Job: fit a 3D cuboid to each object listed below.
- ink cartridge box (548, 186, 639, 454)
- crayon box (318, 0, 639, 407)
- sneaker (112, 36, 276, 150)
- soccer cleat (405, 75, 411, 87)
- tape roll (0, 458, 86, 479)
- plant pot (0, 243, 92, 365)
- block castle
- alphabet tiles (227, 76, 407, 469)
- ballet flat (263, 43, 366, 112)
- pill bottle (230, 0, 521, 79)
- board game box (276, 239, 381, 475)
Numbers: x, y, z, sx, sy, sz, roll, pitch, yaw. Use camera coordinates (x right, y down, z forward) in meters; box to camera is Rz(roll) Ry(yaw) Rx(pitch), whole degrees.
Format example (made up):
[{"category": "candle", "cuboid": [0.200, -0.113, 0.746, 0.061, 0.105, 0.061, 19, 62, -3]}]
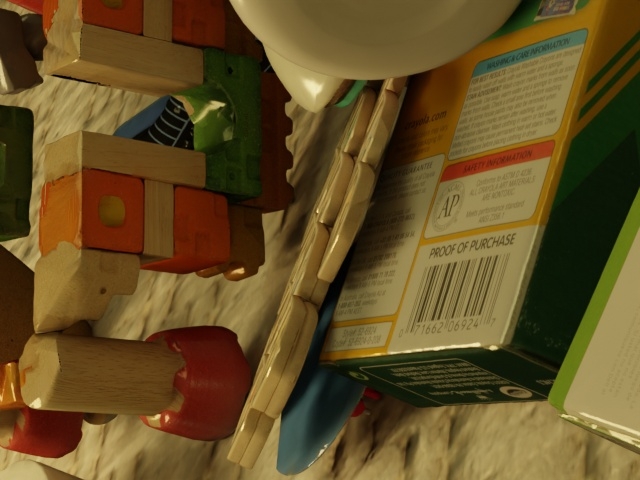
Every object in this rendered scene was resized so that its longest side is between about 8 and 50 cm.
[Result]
[{"category": "ink cartridge box", "cuboid": [0.225, 0.023, 0.772, 0.255, 0.097, 0.189, 17, 82, 65]}, {"category": "crayon box", "cuboid": [0.124, -0.070, 1.086, 0.203, 0.083, 0.323, -12, 57, 62]}, {"category": "sneaker", "cuboid": [-0.097, -0.094, 1.590, 0.232, 0.081, 0.090, -43, 46, 41]}, {"category": "soccer cleat", "cuboid": [0.091, -0.194, 1.301, 0.076, 0.068, 0.196, -16, 55, 64]}, {"category": "tape roll", "cuboid": [-0.225, 0.312, 1.421, 0.286, 0.100, 0.286, -45, 31, 37]}, {"category": "plant pot", "cuboid": [-0.339, 0.077, 1.692, 0.237, 0.254, 0.237, -46, 30, 38]}, {"category": "block castle", "cuboid": [-0.178, -0.068, 1.475, 0.303, 0.213, 0.453, -13, 74, 49]}, {"category": "alphabet tiles", "cuboid": [0.000, 0.000, 1.220, 0.278, 0.021, 0.284, 116, 175, -55]}, {"category": "ballet flat", "cuboid": [-0.001, -0.233, 1.329, 0.139, 0.139, 0.400, -46, 18, 37]}, {"category": "pill bottle", "cuboid": [0.018, -0.253, 1.135, 0.181, 0.181, 0.323, -50, 31, 31]}, {"category": "board game box", "cuboid": [0.020, 0.078, 1.227, 0.133, 0.033, 0.169, -53, 21, 37]}]
